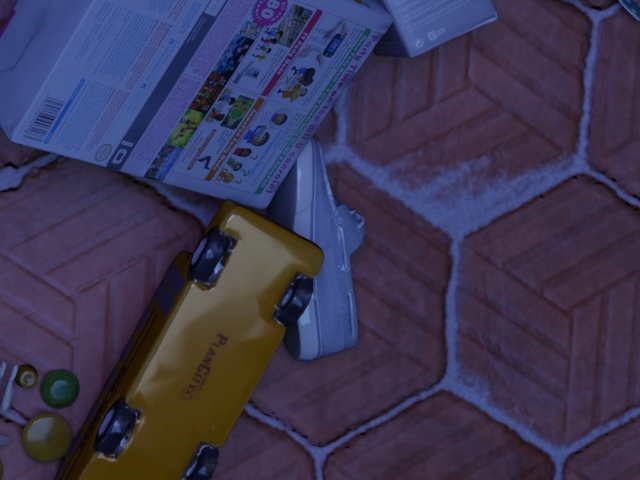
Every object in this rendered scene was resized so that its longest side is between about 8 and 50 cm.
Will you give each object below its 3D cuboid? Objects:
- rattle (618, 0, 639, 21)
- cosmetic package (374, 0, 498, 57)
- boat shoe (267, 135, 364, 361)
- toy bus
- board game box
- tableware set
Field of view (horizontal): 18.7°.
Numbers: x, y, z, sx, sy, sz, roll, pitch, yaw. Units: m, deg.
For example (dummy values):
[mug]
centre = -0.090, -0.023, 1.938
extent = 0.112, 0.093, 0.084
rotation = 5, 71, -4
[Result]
[rattle]
centre = 0.244, -0.294, 1.898
extent = 0.200, 0.143, 0.130
rotation = 14, 85, -50
[cosmetic package]
centre = 0.058, -0.294, 1.802
extent = 0.107, 0.127, 0.238
rotation = -25, 103, -9
[boat shoe]
centre = 0.000, 0.001, 1.852
extent = 0.081, 0.079, 0.227
rotation = -8, 103, -21
[toy bus]
centre = -0.125, 0.125, 1.790
extent = 0.108, 0.130, 0.332
rotation = 28, 93, -15
[board game box]
centre = -0.115, -0.166, 1.685
extent = 0.303, 0.097, 0.224
rotation = 16, 116, -45
[tableware set]
centre = -0.289, 0.189, 1.828
extent = 0.104, 0.024, 0.154
rotation = 16, 91, -18
